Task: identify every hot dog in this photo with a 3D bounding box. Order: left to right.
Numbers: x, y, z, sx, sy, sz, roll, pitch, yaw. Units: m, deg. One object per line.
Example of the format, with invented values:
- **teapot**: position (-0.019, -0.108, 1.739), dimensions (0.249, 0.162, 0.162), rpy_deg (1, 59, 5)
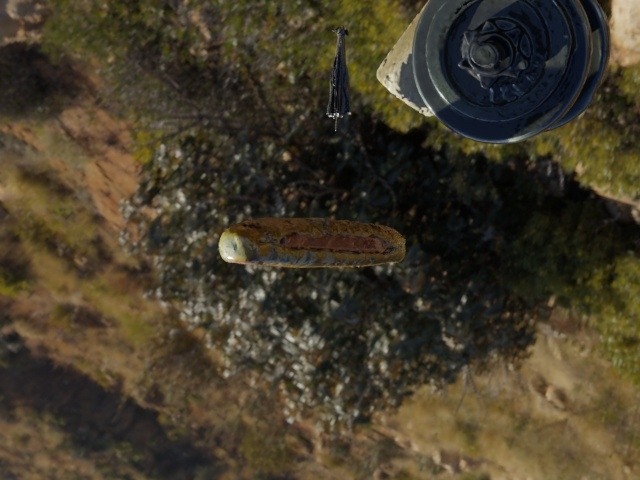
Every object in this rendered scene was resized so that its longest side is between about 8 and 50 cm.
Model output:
- **hot dog**: position (-0.001, 0.003, 1.061), dimensions (0.087, 0.285, 0.061), rpy_deg (-3, 86, 41)

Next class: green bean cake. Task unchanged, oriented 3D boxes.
- **green bean cake**: position (0.185, -0.299, 1.377), dimensions (0.109, 0.085, 0.179), rpy_deg (31, 106, -25)

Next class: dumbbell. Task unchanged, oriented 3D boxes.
- **dumbbell**: position (0.214, -0.206, 0.948), dimensions (0.192, 0.290, 0.192), rpy_deg (6, 105, 24)

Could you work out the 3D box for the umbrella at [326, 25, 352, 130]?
- **umbrella**: position (0.015, -0.130, 0.692), dimensions (0.020, 0.031, 0.083), rpy_deg (-1, 100, 10)
